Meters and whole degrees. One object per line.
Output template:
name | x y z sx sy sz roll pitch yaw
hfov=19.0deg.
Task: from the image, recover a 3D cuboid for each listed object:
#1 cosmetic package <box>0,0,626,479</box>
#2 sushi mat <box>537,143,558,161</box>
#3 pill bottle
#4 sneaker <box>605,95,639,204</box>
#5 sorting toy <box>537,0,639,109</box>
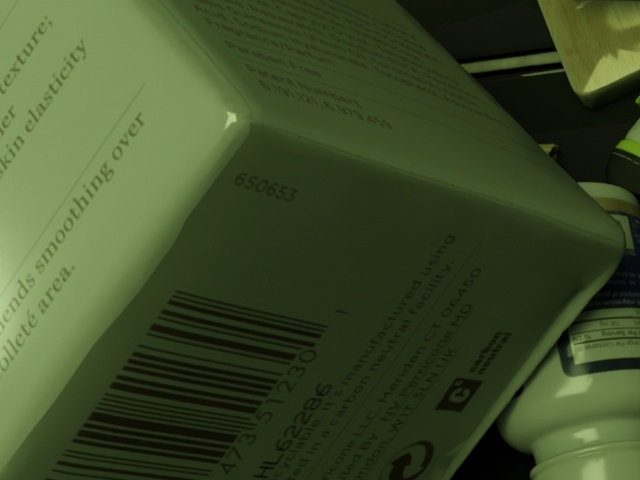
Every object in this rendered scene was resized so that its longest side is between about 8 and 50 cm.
cosmetic package | -0.113 -0.022 1.108 0.329 0.327 0.394 -54 50 19
sushi mat | 0.000 0.000 1.303 0.316 0.019 0.151 2 71 27
pill bottle | 0.154 0.070 1.140 0.112 0.112 0.187 -16 68 20
sneaker | 0.277 -0.034 1.142 0.234 0.084 0.097 28 82 32
sorting toy | 0.236 -0.258 1.253 0.255 0.089 0.257 -25 61 15
